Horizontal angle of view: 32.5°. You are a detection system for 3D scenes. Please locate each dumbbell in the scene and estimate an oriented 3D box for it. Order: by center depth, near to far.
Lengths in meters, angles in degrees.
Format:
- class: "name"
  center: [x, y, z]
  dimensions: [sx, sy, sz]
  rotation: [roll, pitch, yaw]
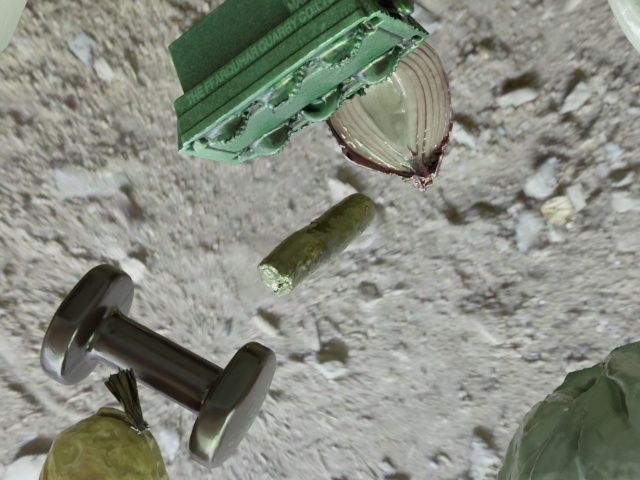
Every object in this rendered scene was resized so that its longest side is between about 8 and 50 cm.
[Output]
- class: "dumbbell"
  center: [-0.167, 0.129, 1.145]
  dimensions: [0.225, 0.124, 0.140]
  rotation: [28, 61, 11]

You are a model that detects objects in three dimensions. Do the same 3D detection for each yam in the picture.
- class: "yam"
  center: [0.000, 0.000, 1.687]
  dimensions: [0.071, 0.317, 0.067]
  rotation: [48, 126, 2]

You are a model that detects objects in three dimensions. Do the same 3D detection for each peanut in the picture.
- class: "peanut"
  center: [-0.206, 0.327, 1.128]
  dimensions: [0.149, 0.149, 0.313]
  rotation: [-18, 104, -7]

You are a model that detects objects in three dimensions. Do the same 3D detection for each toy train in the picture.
- class: "toy train"
  center: [-0.042, -0.222, 1.263]
  dimensions: [0.330, 0.138, 0.178]
  rotation: [-30, 71, 29]

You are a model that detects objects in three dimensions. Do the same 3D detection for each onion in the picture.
- class: "onion"
  center: [0.120, -0.215, 1.910]
  dimensions: [0.227, 0.120, 0.283]
  rotation: [-25, 107, -5]

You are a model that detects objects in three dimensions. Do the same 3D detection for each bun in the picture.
- class: "bun"
  center: [0.317, 0.229, 1.164]
  dimensions: [0.354, 0.354, 0.194]
  rotation: [-37, 83, -8]

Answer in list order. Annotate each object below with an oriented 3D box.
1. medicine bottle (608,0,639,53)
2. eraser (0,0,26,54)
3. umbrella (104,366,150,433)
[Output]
- class: "medicine bottle"
  center: [0.431, -0.285, 0.962]
  dimensions: [0.212, 0.325, 0.212]
  rotation: [10, 74, -36]
- class: "eraser"
  center: [-0.382, -0.245, 0.979]
  dimensions: [0.331, 0.331, 0.150]
  rotation: [31, 115, -2]
- class: "umbrella"
  center: [-0.179, 0.148, 1.029]
  dimensions: [0.031, 0.020, 0.083]
  rotation: [4, 43, -35]
